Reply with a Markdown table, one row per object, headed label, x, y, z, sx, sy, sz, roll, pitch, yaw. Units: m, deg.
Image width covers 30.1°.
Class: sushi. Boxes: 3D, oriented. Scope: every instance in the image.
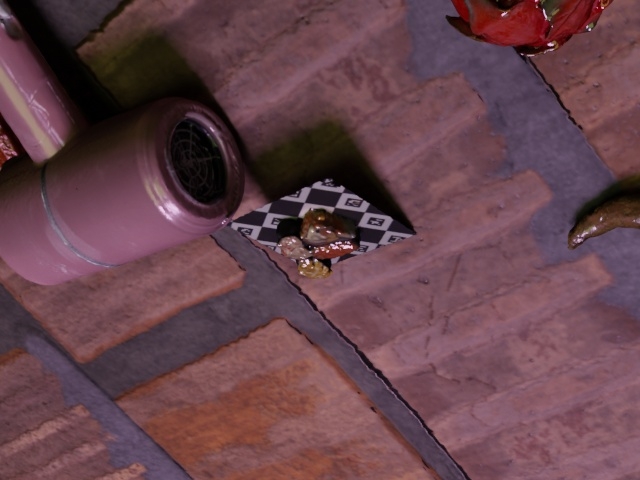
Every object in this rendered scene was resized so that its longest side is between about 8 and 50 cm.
| label | x | y | z | sx | sy | sz | roll | pitch | yaw |
| --- | --- | --- | --- | --- | --- | --- | --- | --- | --- |
| sushi | 0.000 | 0.000 | 1.021 | 0.126 | 0.026 | 0.120 | -21 | 143 | 37 |

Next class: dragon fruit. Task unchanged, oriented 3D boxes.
| label | x | y | z | sx | sy | sz | roll | pitch | yaw |
| --- | --- | --- | --- | --- | --- | --- | --- | --- | --- |
| dragon fruit | 0.130 | -0.192 | 0.776 | 0.142 | 0.130 | 0.121 | 39 | 177 | 12 |

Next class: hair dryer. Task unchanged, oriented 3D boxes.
| label | x | y | z | sx | sy | sz | roll | pitch | yaw |
| --- | --- | --- | --- | --- | --- | --- | --- | --- | --- |
| hair dryer | -0.236 | -0.133 | 1.002 | 0.210 | 0.125 | 0.352 | -16 | 116 | 35 |

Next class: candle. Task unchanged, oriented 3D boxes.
| label | x | y | z | sx | sy | sz | roll | pitch | yaw |
| --- | --- | --- | --- | --- | --- | --- | --- | --- | --- |
| candle | -0.299 | -0.102 | 1.107 | 0.053 | 0.048 | 0.162 | -16 | 120 | 16 |

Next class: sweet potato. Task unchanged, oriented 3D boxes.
| label | x | y | z | sx | sy | sz | roll | pitch | yaw |
| --- | --- | --- | --- | --- | --- | --- | --- | --- | --- |
| sweet potato | 0.256 | -0.018 | 0.909 | 0.153 | 0.038 | 0.041 | -7 | 101 | 33 |
